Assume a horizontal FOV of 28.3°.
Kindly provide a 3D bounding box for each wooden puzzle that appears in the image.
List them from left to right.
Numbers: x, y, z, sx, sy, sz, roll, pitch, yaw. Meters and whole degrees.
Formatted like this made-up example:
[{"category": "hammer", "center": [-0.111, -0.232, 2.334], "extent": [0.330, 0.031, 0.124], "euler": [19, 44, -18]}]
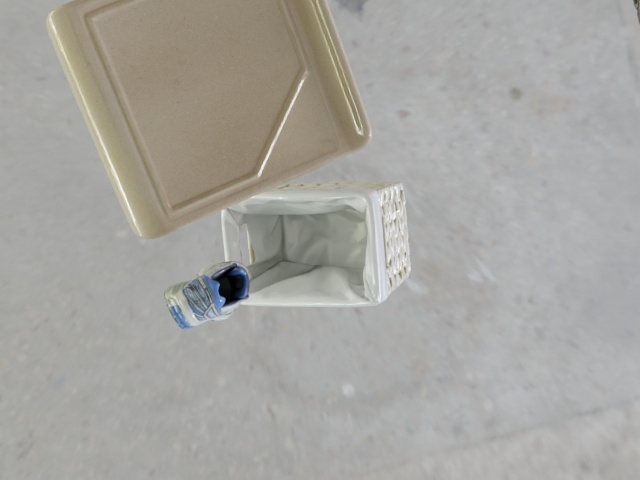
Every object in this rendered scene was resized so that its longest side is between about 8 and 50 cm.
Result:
[{"category": "wooden puzzle", "center": [-0.096, -0.143, 1.139], "extent": [0.238, 0.044, 0.221], "euler": [-23, 106, -7]}]

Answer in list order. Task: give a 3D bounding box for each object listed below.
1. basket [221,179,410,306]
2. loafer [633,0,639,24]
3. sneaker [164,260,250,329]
[{"category": "basket", "center": [0.000, 0.000, 1.256], "extent": [0.167, 0.103, 0.113], "euler": [0, 101, 27]}, {"category": "loafer", "center": [0.283, -0.175, 0.936], "extent": [0.109, 0.095, 0.303], "euler": [-11, 99, 24]}, {"category": "sneaker", "center": [-0.083, 0.044, 1.124], "extent": [0.058, 0.135, 0.052], "euler": [-23, 95, 21]}]
